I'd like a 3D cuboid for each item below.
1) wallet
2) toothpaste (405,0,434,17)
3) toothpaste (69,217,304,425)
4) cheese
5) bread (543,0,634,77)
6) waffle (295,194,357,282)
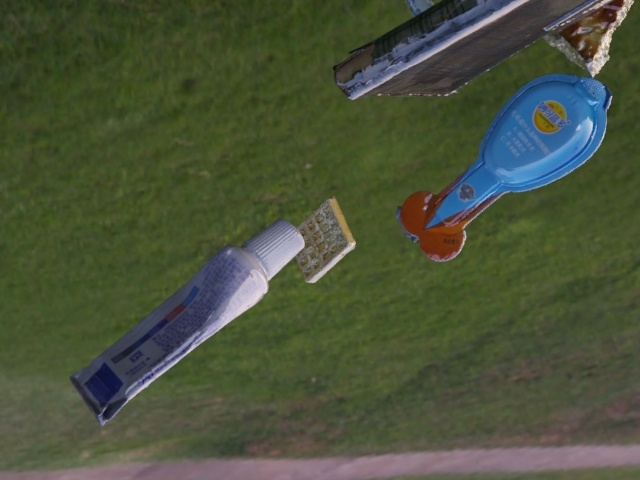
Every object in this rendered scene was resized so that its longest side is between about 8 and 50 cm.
[{"bbox_3d":[0.167,-0.188,0.743,0.317,0.044,0.169,-27,173,38],"label":"wallet"},{"bbox_3d":[0.167,-0.396,1.671,0.039,0.239,0.062,-8,137,-12],"label":"toothpaste"},{"bbox_3d":[-0.133,0.077,1.039,0.282,0.068,0.099,-41,-179,-14],"label":"toothpaste"},{"bbox_3d":[0.190,-0.078,1.033,0.256,0.106,0.037,-41,154,15],"label":"cheese"},{"bbox_3d":[0.251,-0.250,1.035,0.136,0.154,0.054,22,160,14],"label":"bread"},{"bbox_3d":[0.000,0.000,1.534,0.021,0.092,0.135,-12,160,-39],"label":"waffle"}]
